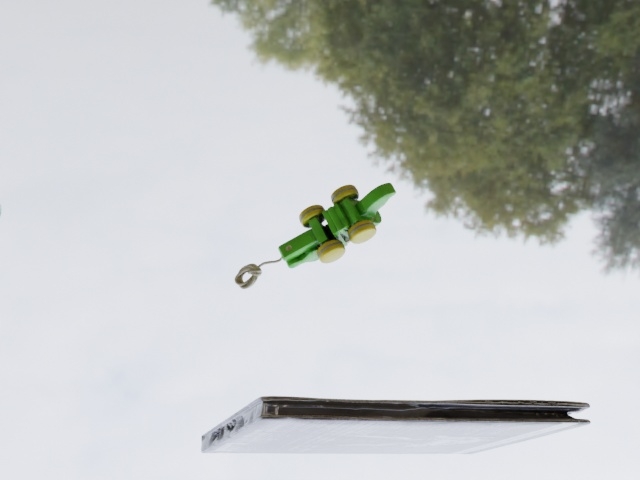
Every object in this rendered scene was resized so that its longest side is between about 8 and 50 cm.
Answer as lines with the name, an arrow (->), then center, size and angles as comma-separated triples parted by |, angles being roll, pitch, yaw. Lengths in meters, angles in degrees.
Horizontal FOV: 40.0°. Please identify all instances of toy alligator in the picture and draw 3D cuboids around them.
toy alligator -> 0.000, 0.000, 0.904 | 0.056, 0.190, 0.051 | 64, -166, 25

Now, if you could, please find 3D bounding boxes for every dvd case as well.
dvd case -> 0.044, 0.129, 0.602 | 0.221, 0.018, 0.164 | 5, 159, -18
